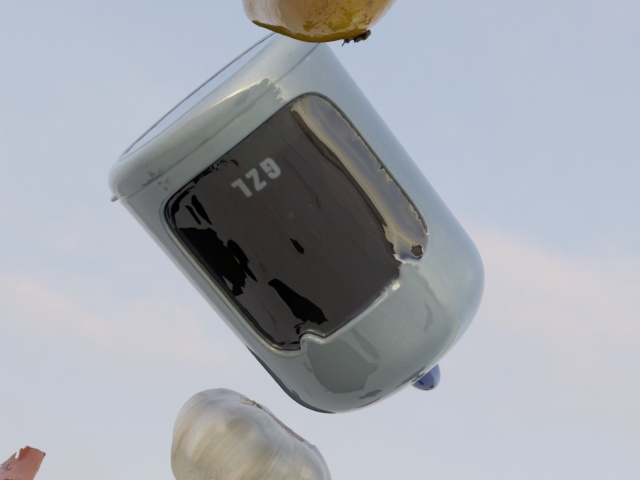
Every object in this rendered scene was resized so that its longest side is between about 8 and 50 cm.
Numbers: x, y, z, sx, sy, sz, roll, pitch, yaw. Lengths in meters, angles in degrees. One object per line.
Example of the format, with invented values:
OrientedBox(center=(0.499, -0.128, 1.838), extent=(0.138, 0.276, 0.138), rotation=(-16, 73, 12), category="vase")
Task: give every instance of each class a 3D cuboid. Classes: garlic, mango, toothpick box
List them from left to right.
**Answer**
OrientedBox(center=(-0.111, 0.281, 1.455), extent=(0.199, 0.226, 0.199), rotation=(42, -3, 3), category="garlic")
OrientedBox(center=(-0.003, -0.182, 0.896), extent=(0.066, 0.101, 0.187), rotation=(2, -2, -32), category="mango")
OrientedBox(center=(0.000, 0.000, 1.243), extent=(0.263, 0.263, 0.355), rotation=(-27, -74, 46), category="toothpick box")

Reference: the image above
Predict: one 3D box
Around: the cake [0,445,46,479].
OrientedBox(center=(-0.332, 0.294, 1.124), extent=(0.135, 0.287, 0.098), rotation=(5, -51, 20), category="cake")
